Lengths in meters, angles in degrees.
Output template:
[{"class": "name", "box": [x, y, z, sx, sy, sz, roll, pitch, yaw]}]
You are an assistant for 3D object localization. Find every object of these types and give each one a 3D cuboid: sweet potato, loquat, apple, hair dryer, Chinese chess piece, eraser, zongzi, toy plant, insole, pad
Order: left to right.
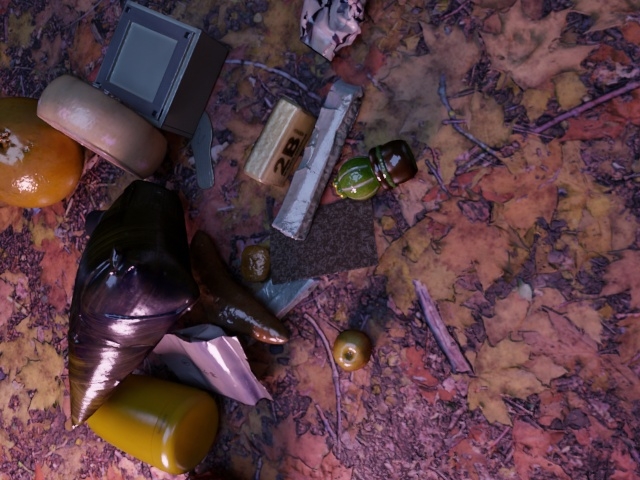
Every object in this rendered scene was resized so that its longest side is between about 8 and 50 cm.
[{"class": "loquat", "box": [-0.698, -0.207, 1.200, 0.263, 0.263, 0.262, 0, 90, 20]}, {"class": "Chinese chess piece", "box": [-0.466, -0.243, 1.095, 0.270, 0.270, 0.112, 29, 83, 17]}, {"class": "hair dryer", "box": [-0.492, 0.034, 1.216, 0.125, 0.071, 0.218, 2, 97, 19]}, {"class": "zongzi", "box": [-0.426, 0.116, 1.070, 0.432, 0.208, 0.403, -55, 32, 22]}, {"class": "insole", "box": [-0.273, -0.210, 1.165, 0.064, 0.004, 0.188, -7, 87, 21]}, {"class": "sweet potato", "box": [-0.200, 0.119, 1.060, 0.114, 0.092, 0.341, -44, 61, -4]}, {"class": "eraser", "box": [-0.079, -0.198, 1.036, 0.058, 0.117, 0.172, 33, 100, 17]}, {"class": "pad", "box": [0.000, 0.000, 1.041, 0.235, 0.003, 0.158, -13, 66, 19]}, {"class": "apple", "box": [0.062, 0.220, 1.010, 0.084, 0.071, 0.083, 0, 90, 20]}, {"class": "toy plant", "box": [0.103, -0.132, 0.985, 0.163, 0.093, 0.092, -23, 82, 19]}]

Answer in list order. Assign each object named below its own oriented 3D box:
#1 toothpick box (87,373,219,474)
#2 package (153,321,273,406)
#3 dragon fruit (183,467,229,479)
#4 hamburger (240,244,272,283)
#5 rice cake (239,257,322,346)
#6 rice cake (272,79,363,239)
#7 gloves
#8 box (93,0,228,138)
[{"class": "toothpick box", "box": [-0.379, 0.390, 1.116, 0.272, 0.175, 0.174, 8, 93, 26]}, {"class": "package", "box": [-0.232, 0.263, 1.073, 0.251, 0.062, 0.203, -4, 126, 30]}, {"class": "dragon fruit", "box": [-0.246, 0.610, 1.043, 0.253, 0.241, 0.240, 25, 98, 7]}, {"class": "hamburger", "box": [-0.140, 0.052, 1.098, 0.076, 0.044, 0.083, 3, 88, 19]}, {"class": "rice cake", "box": [-0.100, 0.129, 1.083, 0.226, 0.040, 0.085, -43, 70, 15]}, {"class": "rice cake", "box": [-0.003, -0.164, 1.032, 0.066, 0.063, 0.335, 23, 92, 24]}, {"class": "gloves", "box": [0.040, -0.477, 1.003, 0.212, 0.111, 0.127, -56, 50, 14]}, {"class": "box", "box": [-0.368, -0.385, 1.136, 0.225, 0.117, 0.224, 28, 99, 19]}]
